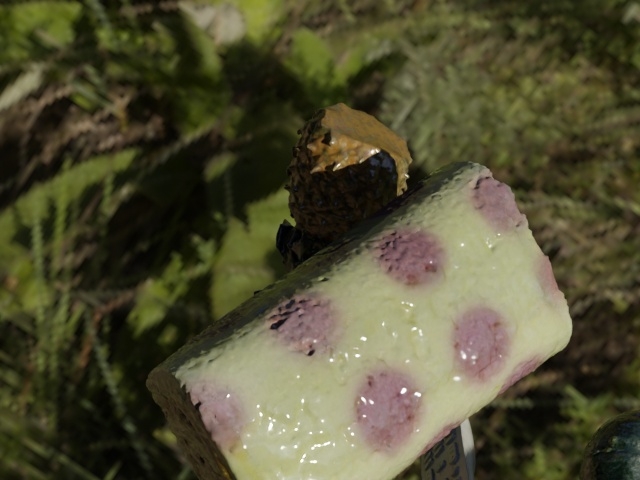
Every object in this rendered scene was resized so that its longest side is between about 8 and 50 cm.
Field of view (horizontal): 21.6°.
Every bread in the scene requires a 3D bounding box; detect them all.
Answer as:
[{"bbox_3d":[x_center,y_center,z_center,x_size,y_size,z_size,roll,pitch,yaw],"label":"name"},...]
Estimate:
[{"bbox_3d":[0.037,0.094,1.367,0.155,0.338,0.187,-3,-63,61],"label":"bread"}]

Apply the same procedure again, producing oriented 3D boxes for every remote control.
[{"bbox_3d":[0.142,0.248,1.790,0.044,0.073,0.229,34,21,-16],"label":"remote control"}]

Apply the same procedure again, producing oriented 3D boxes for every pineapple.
[{"bbox_3d":[0.000,0.000,1.579,0.125,0.251,0.125,18,29,-10],"label":"pineapple"}]

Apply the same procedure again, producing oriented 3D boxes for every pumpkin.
[{"bbox_3d":[0.408,0.300,2.024,0.212,0.152,0.211,24,57,-42],"label":"pumpkin"}]
